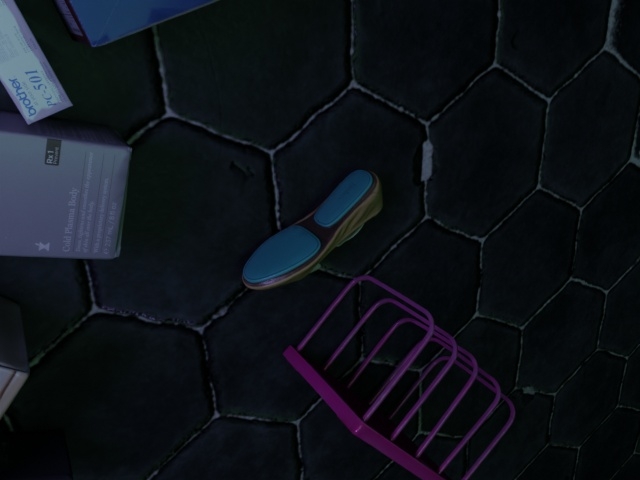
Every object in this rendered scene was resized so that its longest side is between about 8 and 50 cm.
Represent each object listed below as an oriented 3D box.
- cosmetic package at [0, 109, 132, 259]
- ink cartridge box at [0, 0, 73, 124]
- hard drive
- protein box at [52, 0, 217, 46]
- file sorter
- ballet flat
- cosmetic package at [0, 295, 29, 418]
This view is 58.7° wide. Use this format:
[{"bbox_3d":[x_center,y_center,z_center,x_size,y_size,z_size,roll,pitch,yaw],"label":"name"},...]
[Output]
[{"bbox_3d":[-0.317,-0.058,0.542,0.238,0.107,0.127,0,113,-34],"label":"cosmetic package"},{"bbox_3d":[-0.295,-0.210,0.494,0.046,0.097,0.207,-31,122,-17],"label":"ink cartridge box"},{"bbox_3d":[-0.361,0.255,0.652,0.135,0.094,0.022,10,104,-33],"label":"hard drive"},{"bbox_3d":[-0.167,-0.306,0.504,0.200,0.136,0.201,-30,122,-17],"label":"protein box"},{"bbox_3d":[0.133,0.216,0.863,0.182,0.202,0.291,-50,126,-5],"label":"file sorter"},{"bbox_3d":[0.000,0.000,0.773,0.232,0.080,0.073,-40,140,-9],"label":"ballet flat"},{"bbox_3d":[-0.423,0.200,0.554,0.113,0.160,0.309,32,93,-36],"label":"cosmetic package"}]
